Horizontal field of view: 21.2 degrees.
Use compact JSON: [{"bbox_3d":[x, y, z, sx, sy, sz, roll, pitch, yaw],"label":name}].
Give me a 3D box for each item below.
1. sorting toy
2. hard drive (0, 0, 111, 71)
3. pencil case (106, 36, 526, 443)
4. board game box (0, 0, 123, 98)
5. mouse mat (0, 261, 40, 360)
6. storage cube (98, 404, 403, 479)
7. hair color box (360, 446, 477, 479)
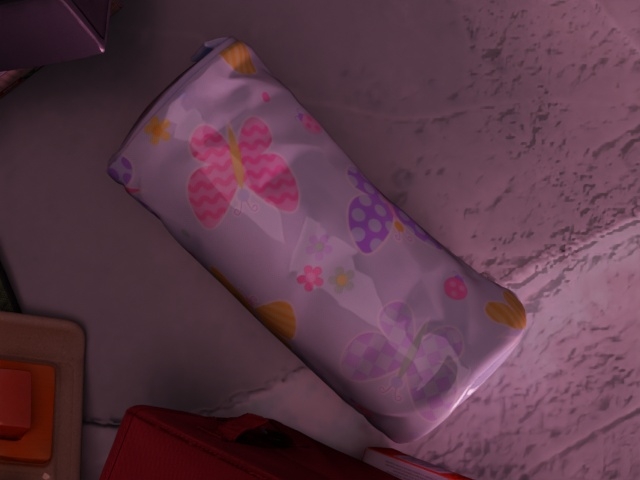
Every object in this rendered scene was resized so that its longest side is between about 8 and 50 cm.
[{"bbox_3d":[-0.226,0.130,1.025,0.348,0.047,0.196,9,69,-23],"label":"sorting toy"},{"bbox_3d":[-0.234,-0.173,0.944,0.255,0.054,0.172,-2,71,18],"label":"hard drive"},{"bbox_3d":[0.000,0.000,1.054,0.273,0.113,0.124,42,80,-3],"label":"pencil case"},{"bbox_3d":[-0.212,-0.107,1.026,0.193,0.147,0.045,-37,93,-2],"label":"board game box"},{"bbox_3d":[-0.269,0.089,1.062,0.190,0.007,0.152,-25,101,-19],"label":"mouse mat"},{"bbox_3d":[-0.023,0.223,0.988,0.193,0.184,0.215,21,92,29],"label":"storage cube"},{"bbox_3d":[0.046,0.209,1.083,0.072,0.043,0.141,18,91,28],"label":"hair color box"}]
